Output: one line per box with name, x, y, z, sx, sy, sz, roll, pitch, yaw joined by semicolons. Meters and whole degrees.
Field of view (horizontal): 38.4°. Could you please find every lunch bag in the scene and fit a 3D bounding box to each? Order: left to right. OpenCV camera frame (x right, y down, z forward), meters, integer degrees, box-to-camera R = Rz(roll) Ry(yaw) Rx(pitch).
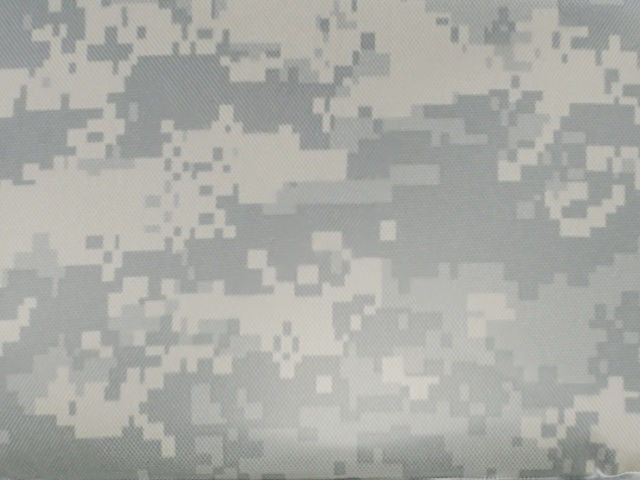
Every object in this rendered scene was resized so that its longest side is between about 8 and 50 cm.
lunch bag;0.000;0.000;0.431;0.305;0.213;0.256;-1;-2;0
